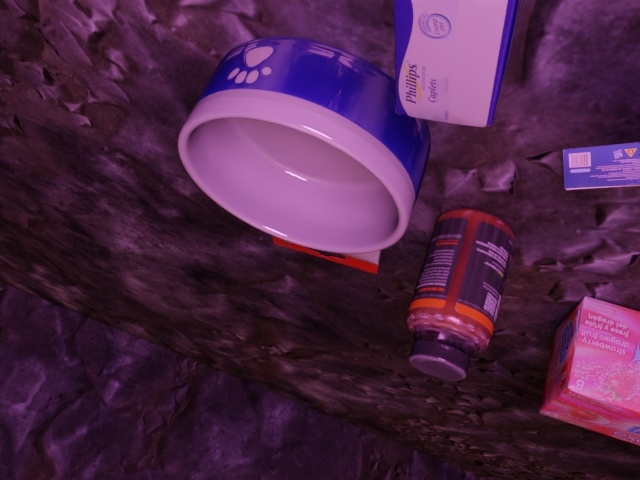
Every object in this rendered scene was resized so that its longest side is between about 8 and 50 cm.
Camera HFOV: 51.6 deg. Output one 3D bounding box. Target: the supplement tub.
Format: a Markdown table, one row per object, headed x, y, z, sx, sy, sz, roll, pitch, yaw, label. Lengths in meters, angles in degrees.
| x | y | z | sx | sy | sz | roll | pitch | yaw | label |
| --- | --- | --- | --- | --- | --- | --- | --- | --- | --- |
| 0.167 | 0.066 | 0.810 | 0.106 | 0.198 | 0.106 | 18 | 156 | 9 | supplement tub |

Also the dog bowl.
| x | y | z | sx | sy | sz | roll | pitch | yaw | label |
| --- | --- | --- | --- | --- | --- | --- | --- | --- | --- |
| -0.016 | -0.095 | 0.737 | 0.264 | 0.104 | 0.265 | 18 | 156 | 8 | dog bowl |

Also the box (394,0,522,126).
| x | y | z | sx | sy | sz | roll | pitch | yaw | label |
| --- | --- | --- | --- | --- | --- | --- | --- | --- | --- |
| 0.100 | -0.169 | 0.443 | 0.072 | 0.137 | 0.126 | 14 | 155 | 14 | box |

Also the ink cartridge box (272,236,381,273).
| x | y | z | sx | sy | sz | roll | pitch | yaw | label |
| --- | --- | --- | --- | --- | --- | --- | --- | --- | --- |
| 0.000 | 0.000 | 0.987 | 0.189 | 0.066 | 0.232 | 17 | 152 | 8 | ink cartridge box |

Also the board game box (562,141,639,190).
| x | y | z | sx | sy | sz | roll | pitch | yaw | label |
| --- | --- | --- | --- | --- | --- | --- | --- | --- | --- |
| 0.315 | -0.066 | 0.522 | 0.201 | 0.035 | 0.136 | 0 | -172 | 40 | board game box |

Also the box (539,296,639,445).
| x | y | z | sx | sy | sz | roll | pitch | yaw | label |
| --- | --- | --- | --- | --- | --- | --- | --- | --- | --- |
| 0.482 | 0.206 | 0.918 | 0.300 | 0.142 | 0.154 | 17 | 155 | 10 | box |
